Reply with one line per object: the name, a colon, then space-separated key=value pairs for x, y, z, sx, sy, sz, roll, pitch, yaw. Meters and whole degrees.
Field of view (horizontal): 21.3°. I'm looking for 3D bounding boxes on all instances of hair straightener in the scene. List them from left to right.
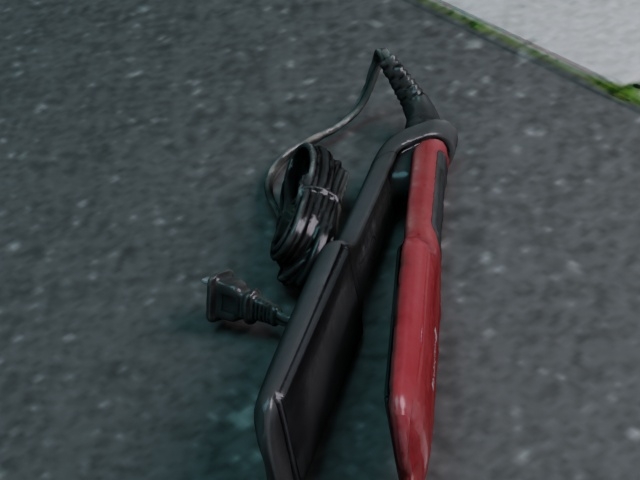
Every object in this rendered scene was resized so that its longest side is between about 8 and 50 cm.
hair straightener: x=0.000 y=0.000 z=0.596 sx=0.089 sy=0.047 sz=0.230 roll=-4 pitch=38 yaw=11
